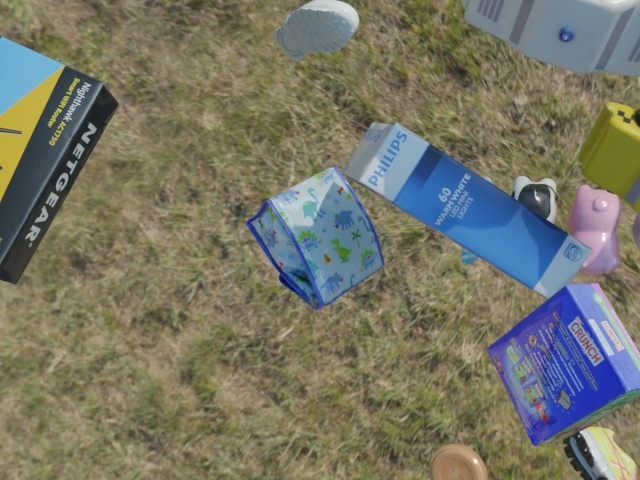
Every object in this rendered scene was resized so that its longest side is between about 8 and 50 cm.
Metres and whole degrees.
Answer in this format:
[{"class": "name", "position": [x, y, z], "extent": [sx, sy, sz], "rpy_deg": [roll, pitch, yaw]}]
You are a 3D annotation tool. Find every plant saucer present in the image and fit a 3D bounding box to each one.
[{"class": "plant saucer", "position": [0.188, 0.322, 1.005], "extent": [0.083, 0.013, 0.084], "rpy_deg": [1, 93, 31]}]

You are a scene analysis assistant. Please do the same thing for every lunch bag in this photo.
[{"class": "lunch bag", "position": [0.000, 0.000, 0.957], "extent": [0.151, 0.129, 0.096], "rpy_deg": [55, 147, 5]}]

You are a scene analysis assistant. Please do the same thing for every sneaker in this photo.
[{"class": "sneaker", "position": [0.001, -0.366, 1.208], "extent": [0.095, 0.235, 0.090], "rpy_deg": [-46, 115, -15]}, {"class": "sneaker", "position": [0.477, 0.387, 1.169], "extent": [0.081, 0.094, 0.208], "rpy_deg": [115, 146, -49]}]

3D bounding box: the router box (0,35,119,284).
[{"class": "router box", "position": [-0.269, -0.072, 0.602], "extent": [0.133, 0.046, 0.179], "rpy_deg": [24, 81, 9]}]

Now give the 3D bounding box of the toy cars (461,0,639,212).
[{"class": "toy cars", "position": [0.275, -0.119, 0.647], "extent": [0.176, 0.087, 0.393], "rpy_deg": [-19, 126, 45]}]

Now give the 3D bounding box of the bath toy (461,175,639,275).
[{"class": "bath toy", "position": [0.393, -0.007, 1.106], "extent": [0.348, 0.129, 0.151], "rpy_deg": [4, 127, 13]}]

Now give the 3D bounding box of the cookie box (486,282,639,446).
[{"class": "cookie box", "position": [0.195, 0.099, 0.580], "extent": [0.107, 0.040, 0.092], "rpy_deg": [-53, 49, 46]}]

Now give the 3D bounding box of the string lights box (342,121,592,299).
[{"class": "string lights box", "position": [0.160, -0.037, 0.833], "extent": [0.259, 0.133, 0.077], "rpy_deg": [31, 95, -10]}]
